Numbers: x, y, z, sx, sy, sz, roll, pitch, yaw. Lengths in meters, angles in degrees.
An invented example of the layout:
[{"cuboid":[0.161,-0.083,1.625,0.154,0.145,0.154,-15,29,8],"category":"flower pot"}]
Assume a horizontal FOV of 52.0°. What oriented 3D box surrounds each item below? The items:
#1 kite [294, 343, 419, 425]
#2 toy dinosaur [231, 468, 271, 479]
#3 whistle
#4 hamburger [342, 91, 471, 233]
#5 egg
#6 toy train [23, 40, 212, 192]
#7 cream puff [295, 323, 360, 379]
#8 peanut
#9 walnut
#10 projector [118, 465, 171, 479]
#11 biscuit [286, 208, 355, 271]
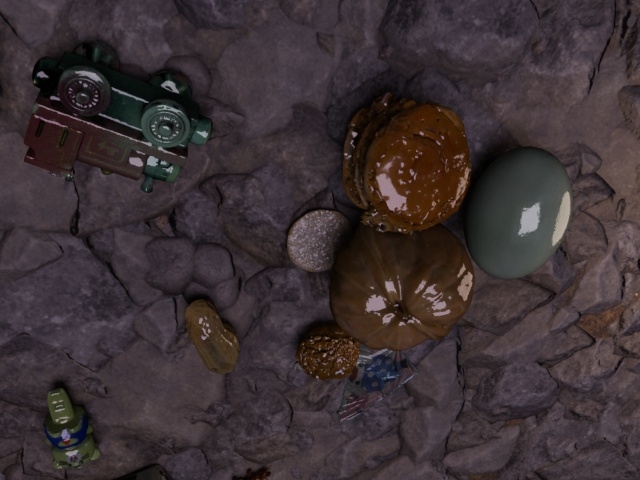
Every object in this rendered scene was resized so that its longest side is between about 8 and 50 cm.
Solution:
[{"cuboid":[0.090,0.317,1.573,0.314,0.011,0.335,4,115,-13],"category":"kite"},{"cuboid":[-0.193,0.621,1.657,0.154,0.049,0.055,-32,122,1],"category":"toy dinosaur"},{"cuboid":[-0.560,0.422,1.458,0.105,0.085,0.227,-11,119,-15],"category":"whistle"},{"cuboid":[0.156,-0.131,1.217,0.245,0.211,0.260,41,86,-22],"category":"hamburger"},{"cuboid":[0.396,-0.052,1.327,0.203,0.203,0.282,2,118,-12],"category":"egg"},{"cuboid":[-0.353,-0.200,1.146,0.304,0.150,0.221,19,123,-21],"category":"toy train"},{"cuboid":[0.016,0.254,1.464,0.144,0.103,0.126,4,108,-1],"category":"cream puff"},{"cuboid":[-0.231,0.207,1.409,0.093,0.083,0.194,-19,119,-1],"category":"peanut"},{"cuboid":[0.155,0.080,1.313,0.296,0.285,0.285,-35,119,17],"category":"walnut"},{"cuboid":[-0.460,0.677,1.561,0.242,0.177,0.163,-22,118,2],"category":"projector"},{"cuboid":[0.000,0.000,1.381,0.152,0.020,0.152,-5,118,-10],"category":"biscuit"}]
